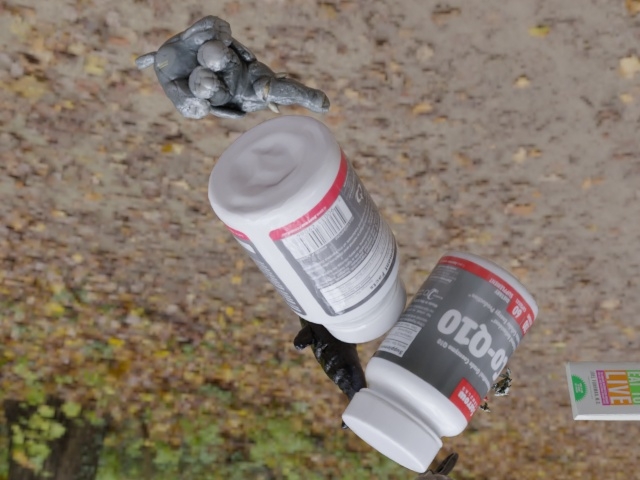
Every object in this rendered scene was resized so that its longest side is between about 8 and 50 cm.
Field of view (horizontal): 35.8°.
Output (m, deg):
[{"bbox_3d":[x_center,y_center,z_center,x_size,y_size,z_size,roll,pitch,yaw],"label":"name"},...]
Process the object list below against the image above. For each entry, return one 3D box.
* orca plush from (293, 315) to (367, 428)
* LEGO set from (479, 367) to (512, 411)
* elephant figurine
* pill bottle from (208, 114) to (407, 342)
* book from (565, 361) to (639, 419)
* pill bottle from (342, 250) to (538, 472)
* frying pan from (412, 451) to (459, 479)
[{"bbox_3d":[-0.001,0.200,1.748,0.102,0.287,0.151,-3,147,-20],"label":"orca plush"},{"bbox_3d":[0.295,0.250,1.633,0.023,0.083,0.054,37,-173,-14],"label":"LEGO set"},{"bbox_3d":[-0.138,-0.256,1.612,0.169,0.186,0.239,-41,151,28],"label":"elephant figurine"},{"bbox_3d":[0.000,0.000,1.311,0.176,0.176,0.318,-8,140,25],"label":"pill bottle"},{"bbox_3d":[0.488,0.250,1.655,0.144,0.096,0.035,0,151,-5],"label":"book"},{"bbox_3d":[0.165,0.168,1.381,0.161,0.283,0.161,33,163,11],"label":"pill bottle"},{"bbox_3d":[0.181,0.402,1.601,0.326,0.053,0.197,-33,-177,-41],"label":"frying pan"}]
